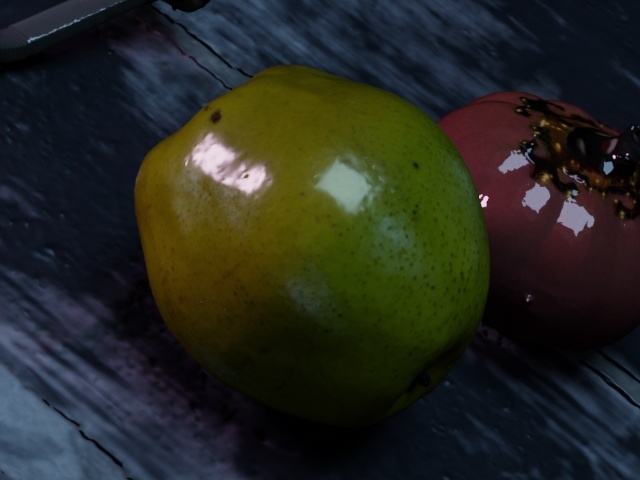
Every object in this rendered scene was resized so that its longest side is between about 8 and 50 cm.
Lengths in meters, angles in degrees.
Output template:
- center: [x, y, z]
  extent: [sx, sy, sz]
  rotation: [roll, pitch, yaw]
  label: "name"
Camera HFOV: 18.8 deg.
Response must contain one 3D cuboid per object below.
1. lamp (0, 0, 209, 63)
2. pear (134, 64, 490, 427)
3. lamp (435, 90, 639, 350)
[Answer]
- center: [-0.220, -0.192, 1.170]
  extent: [0.283, 0.124, 0.203]
  rotation: [-17, 39, -41]
  label: "lamp"
- center: [0.001, -0.001, 1.033]
  extent: [0.198, 0.198, 0.198]
  rotation: [19, 40, -17]
  label: "pear"
- center: [0.141, -0.019, 1.186]
  extent: [0.182, 0.140, 0.182]
  rotation: [18, 36, -14]
  label: "lamp"
